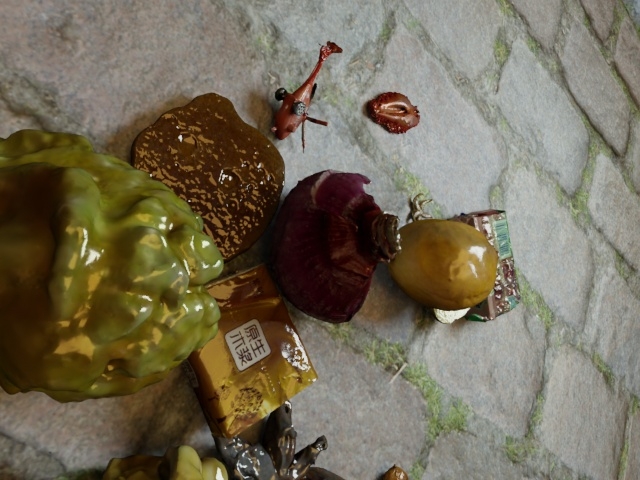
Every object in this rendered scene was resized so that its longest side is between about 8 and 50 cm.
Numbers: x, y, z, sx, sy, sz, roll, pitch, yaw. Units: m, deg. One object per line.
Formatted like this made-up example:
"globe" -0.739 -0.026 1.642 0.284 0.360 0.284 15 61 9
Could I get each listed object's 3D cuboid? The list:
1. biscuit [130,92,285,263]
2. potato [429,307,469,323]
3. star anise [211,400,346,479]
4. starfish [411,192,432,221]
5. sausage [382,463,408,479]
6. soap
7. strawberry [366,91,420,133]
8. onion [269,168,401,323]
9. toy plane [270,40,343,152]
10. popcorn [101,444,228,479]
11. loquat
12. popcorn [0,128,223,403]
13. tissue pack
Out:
"biscuit" -0.188 -0.098 0.715 0.257 0.049 0.273 44 61 -19
"potato" 0.293 0.151 1.004 0.103 0.066 0.096 -39 82 -21
"star anise" -0.070 0.391 0.705 0.198 0.110 0.258 -33 100 -21
"starfish" 0.246 -0.073 1.018 0.078 0.028 0.091 53 57 -24
"sausage" 0.156 0.555 0.872 0.061 0.054 0.184 -2 88 -2
"soap" 0.427 0.056 1.083 0.217 0.098 0.274 -10 91 -34
"strawberry" 0.178 -0.304 0.987 0.152 0.048 0.104 -11 87 -38
"onion" 0.000 0.000 0.680 0.158 0.349 0.268 2 80 -9
"toy plane" -0.025 -0.270 0.784 0.077 0.194 0.126 -5 62 -55
"popcorn" -0.172 0.445 0.470 0.353 0.389 0.345 -23 112 -45
"loquat" 0.253 0.051 0.895 0.238 0.238 0.194 6 88 -33
"popcorn" -0.283 0.037 0.507 0.274 0.335 0.279 -40 146 -52
"tissue pack" -0.132 0.169 0.683 0.183 0.091 0.226 -23 90 -37
